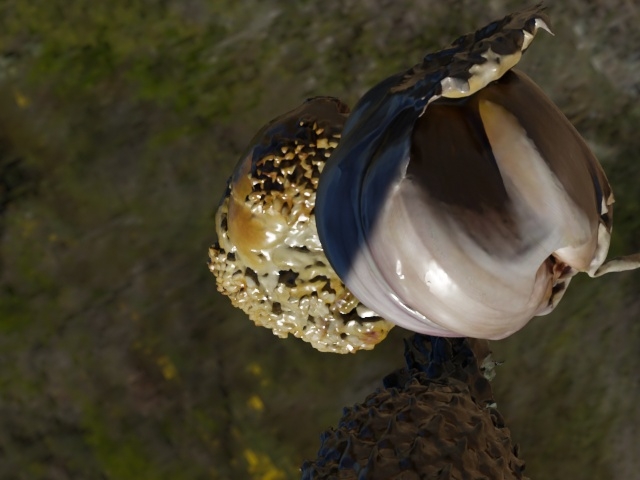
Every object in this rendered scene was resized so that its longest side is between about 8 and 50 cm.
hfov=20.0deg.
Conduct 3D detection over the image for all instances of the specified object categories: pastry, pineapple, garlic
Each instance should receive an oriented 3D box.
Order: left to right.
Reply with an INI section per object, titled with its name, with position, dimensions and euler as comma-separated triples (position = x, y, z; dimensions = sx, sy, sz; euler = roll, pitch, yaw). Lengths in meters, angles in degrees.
[pastry]
position = 0.000, 0.000, 1.986
dimensions = 0.255, 0.162, 0.311
euler = 31, 130, 5
[pineapple]
position = 0.090, 0.181, 1.455
dimensions = 0.202, 0.362, 0.202
euler = 8, 122, 13
[garlic]
position = 0.123, -0.049, 1.085
dimensions = 0.207, 0.257, 0.207
euler = 177, 90, -69
